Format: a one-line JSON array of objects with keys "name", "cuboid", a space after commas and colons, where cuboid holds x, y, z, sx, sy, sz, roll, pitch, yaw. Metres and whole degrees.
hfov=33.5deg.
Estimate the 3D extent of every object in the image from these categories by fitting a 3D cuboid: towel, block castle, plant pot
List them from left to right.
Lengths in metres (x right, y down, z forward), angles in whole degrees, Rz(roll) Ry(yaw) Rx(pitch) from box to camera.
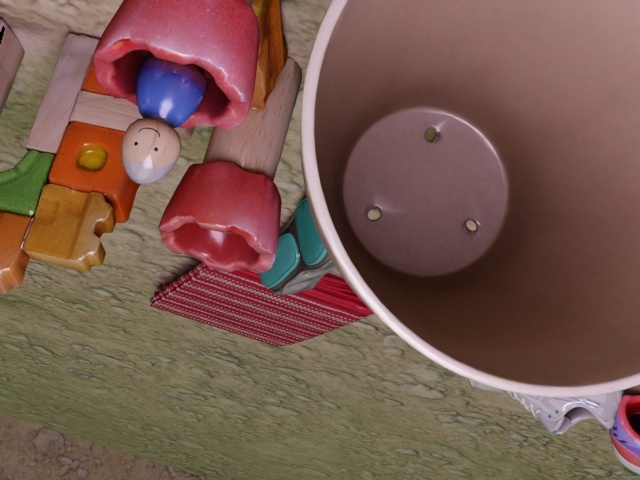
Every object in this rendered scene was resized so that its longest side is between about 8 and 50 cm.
[{"name": "block castle", "cuboid": [-0.245, -0.113, 0.686, 0.453, 0.212, 0.303, 11, 157, 6]}, {"name": "towel", "cuboid": [-0.073, 0.070, 1.248, 0.199, 0.031, 0.275, 21, 159, -20]}, {"name": "plant pot", "cuboid": [0.095, -0.043, 0.648, 0.257, 0.256, 0.274, 18, 173, -8]}]

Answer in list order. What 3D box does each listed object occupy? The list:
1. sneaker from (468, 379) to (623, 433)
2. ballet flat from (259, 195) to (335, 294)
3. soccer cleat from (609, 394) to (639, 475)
[{"name": "sneaker", "cuboid": [0.260, 0.184, 1.249, 0.191, 0.083, 0.071, 1, 155, 33]}, {"name": "ballet flat", "cuboid": [0.000, 0.000, 1.016, 0.068, 0.072, 0.213, -7, 166, -23]}, {"name": "soccer cleat", "cuboid": [0.490, 0.237, 1.212, 0.318, 0.108, 0.116, 6, 152, 25]}]
